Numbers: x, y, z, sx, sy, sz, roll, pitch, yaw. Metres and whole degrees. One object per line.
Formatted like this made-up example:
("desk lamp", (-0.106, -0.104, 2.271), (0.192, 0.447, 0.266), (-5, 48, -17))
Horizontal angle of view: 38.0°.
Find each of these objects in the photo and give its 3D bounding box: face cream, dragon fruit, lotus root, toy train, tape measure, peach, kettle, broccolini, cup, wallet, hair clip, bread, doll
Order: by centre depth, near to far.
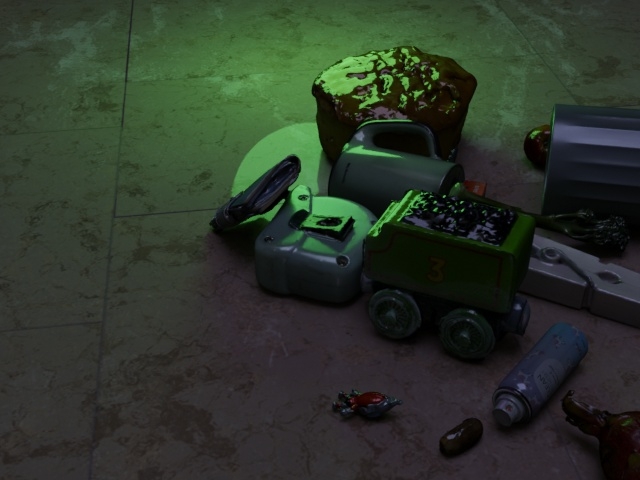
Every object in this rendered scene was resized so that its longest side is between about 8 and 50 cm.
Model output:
("dragon fruit", (0.439, 0.295, 1.351), (0.125, 0.125, 0.246), (-24, 34, -24))
("lotus root", (0.220, 0.299, 1.419), (0.083, 0.037, 0.030), (-24, 45, -30))
("doll", (0.076, 0.260, 1.478), (0.114, 0.039, 0.057), (-1, 0, 23))
("face cream", (0.349, 0.220, 1.497), (0.075, 0.075, 0.229), (24, 43, 31))
("toy train", (0.211, 0.053, 1.592), (0.307, 0.249, 0.173), (14, 35, 21))
("hair clip", (0.449, 0.062, 1.712), (0.331, 0.085, 0.101), (19, 42, 24))
("broccolini", (0.426, -0.054, 1.771), (0.392, 0.074, 0.079), (15, -2, -23))
("tape measure", (-0.001, 0.000, 1.778), (0.246, 0.125, 0.243), (10, 37, 17))
("wallet", (-0.130, -0.081, 1.852), (0.170, 0.069, 0.231), (-43, 7, -24))
("kettle", (0.157, -0.130, 1.893), (0.255, 0.240, 0.165), (17, 0, 28))
("cup", (0.631, -0.150, 1.919), (0.327, 0.237, 0.323), (6, 5, 11))
("peach", (0.511, -0.217, 2.108), (0.101, 0.101, 0.101), (-1, 35, 0))
("bread", (0.160, -0.301, 2.132), (0.398, 0.215, 0.398), (-1, 36, 0))

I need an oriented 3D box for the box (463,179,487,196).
("box", (0.269, -0.009, 1.787), (0.050, 0.123, 0.229), (12, 38, 14))
